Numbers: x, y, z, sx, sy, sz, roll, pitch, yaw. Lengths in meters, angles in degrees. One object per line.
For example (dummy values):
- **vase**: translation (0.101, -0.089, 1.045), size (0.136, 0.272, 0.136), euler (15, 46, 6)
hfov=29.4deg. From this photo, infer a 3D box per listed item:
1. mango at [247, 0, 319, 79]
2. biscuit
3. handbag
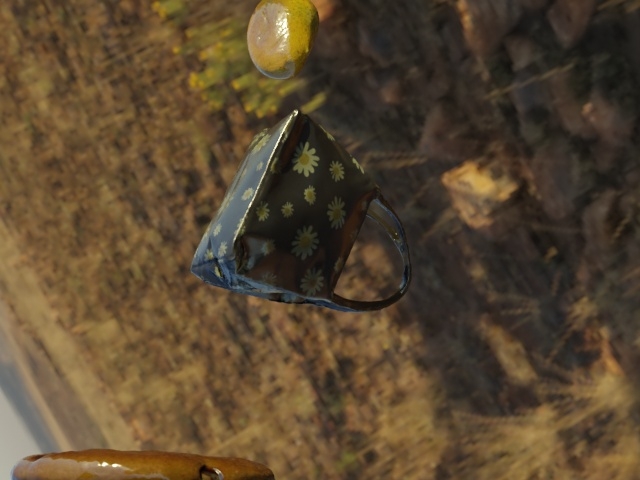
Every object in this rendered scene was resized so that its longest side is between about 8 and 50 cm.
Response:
- **mango**: translation (-0.037, -0.208, 1.242), size (0.057, 0.078, 0.114), euler (49, -154, -45)
- **biscuit**: translation (-0.140, 0.187, 0.972), size (0.212, 0.212, 0.036), euler (137, 137, -74)
- **handbag**: translation (0.000, 0.000, 0.780), size (0.139, 0.115, 0.072), euler (32, 160, -23)
